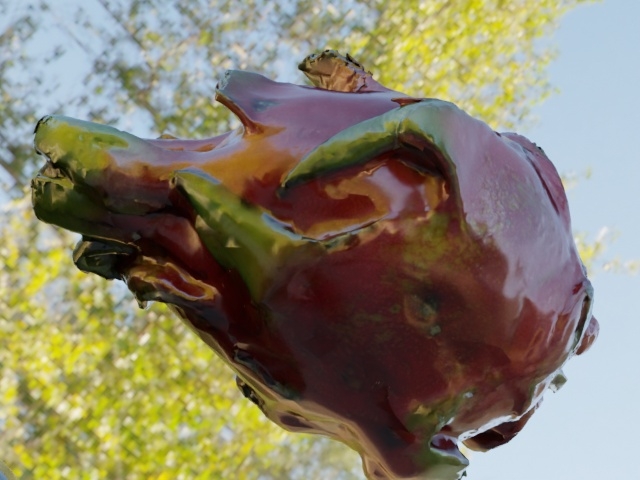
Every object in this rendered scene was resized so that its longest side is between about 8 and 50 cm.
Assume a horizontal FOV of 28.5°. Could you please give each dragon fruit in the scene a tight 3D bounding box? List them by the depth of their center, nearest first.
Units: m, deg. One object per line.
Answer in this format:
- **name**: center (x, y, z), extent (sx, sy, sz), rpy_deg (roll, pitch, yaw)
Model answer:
- **dragon fruit**: center (0.002, 0.008, 0.620), extent (0.269, 0.198, 0.200), rpy_deg (9, -23, 27)

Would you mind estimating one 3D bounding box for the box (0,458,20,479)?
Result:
- **box**: center (-0.310, 0.085, 0.631), extent (0.373, 0.090, 0.367), rpy_deg (34, -6, -40)
